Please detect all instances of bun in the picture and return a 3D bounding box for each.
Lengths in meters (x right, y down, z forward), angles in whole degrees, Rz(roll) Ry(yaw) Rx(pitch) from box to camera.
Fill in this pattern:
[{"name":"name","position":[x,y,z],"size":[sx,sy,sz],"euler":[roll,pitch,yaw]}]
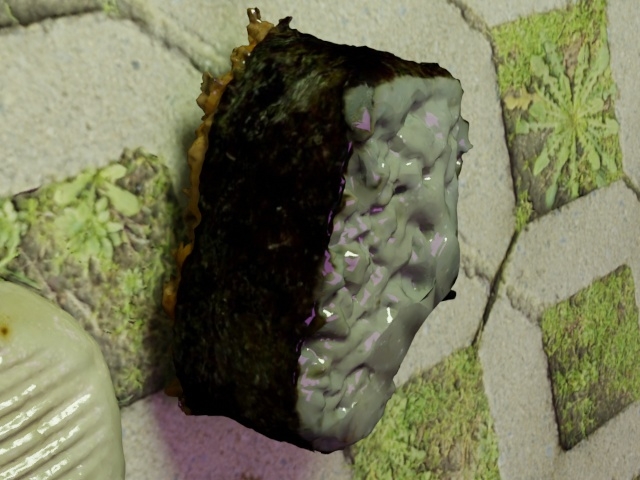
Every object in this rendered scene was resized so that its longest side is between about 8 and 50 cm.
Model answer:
[{"name":"bun","position":[-0.258,0.158,0.714],"size":[0.273,0.168,0.273],"euler":[-11,107,-39]}]

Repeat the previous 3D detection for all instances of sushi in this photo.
[{"name":"sushi","position":[0.000,0.000,0.924],"size":[0.234,0.207,0.348],"euler":[10,96,-56]}]
